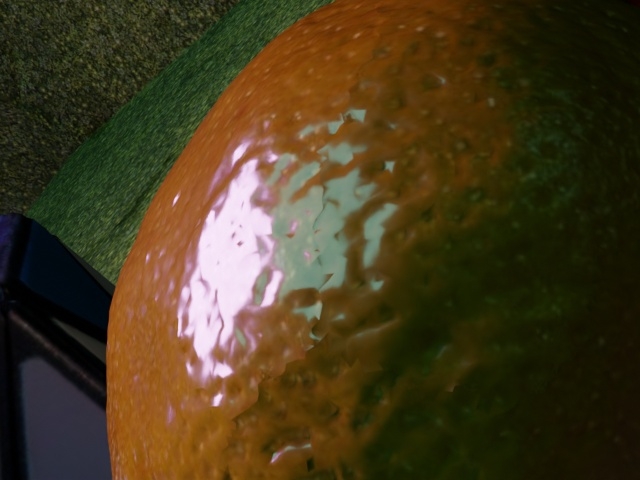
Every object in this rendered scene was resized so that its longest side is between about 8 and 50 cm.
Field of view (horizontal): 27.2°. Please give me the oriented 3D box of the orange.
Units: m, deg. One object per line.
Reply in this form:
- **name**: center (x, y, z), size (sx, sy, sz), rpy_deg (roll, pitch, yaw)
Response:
- **orange**: center (0.047, 0.043, 0.442), size (0.264, 0.264, 0.264), rpy_deg (-44, 16, 16)

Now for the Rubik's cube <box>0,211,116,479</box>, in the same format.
- **Rubik's cube**: center (-0.152, 0.160, 0.685), size (0.248, 0.246, 0.250), rpy_deg (-49, 16, 0)

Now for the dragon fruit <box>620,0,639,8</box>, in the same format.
- **dragon fruit**: center (0.149, -0.242, 0.778), size (0.295, 0.295, 0.302), rpy_deg (-40, 5, 27)
